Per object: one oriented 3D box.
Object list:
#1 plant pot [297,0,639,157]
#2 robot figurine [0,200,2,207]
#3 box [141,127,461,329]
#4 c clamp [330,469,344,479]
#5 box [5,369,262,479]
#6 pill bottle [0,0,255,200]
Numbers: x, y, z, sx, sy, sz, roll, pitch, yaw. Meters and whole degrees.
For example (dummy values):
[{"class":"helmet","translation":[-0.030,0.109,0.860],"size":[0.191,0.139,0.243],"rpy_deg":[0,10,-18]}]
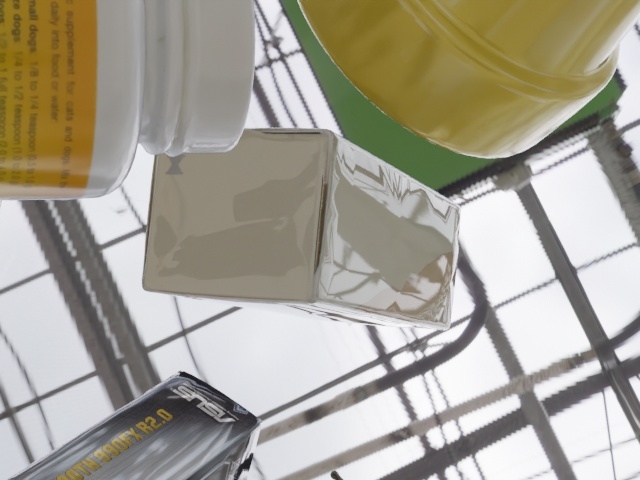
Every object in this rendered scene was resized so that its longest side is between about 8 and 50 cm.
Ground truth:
[{"class":"plant pot","translation":[0.144,-0.221,0.748],"size":[0.239,0.254,0.254],"rpy_deg":[-40,-98,43]},{"class":"robot figurine","translation":[-0.302,-0.051,0.531],"size":[0.211,0.291,0.085],"rpy_deg":[-18,-116,36]},{"class":"box","translation":[0.000,0.000,0.892],"size":[0.148,0.311,0.121],"rpy_deg":[3,-96,25]},{"class":"c clamp","translation":[0.089,0.245,0.844],"size":[0.022,0.137,0.161],"rpy_deg":[-48,-57,0]},{"class":"box","translation":[-0.122,0.199,0.531],"size":[0.056,0.183,0.231],"rpy_deg":[28,-58,23]},{"class":"pill bottle","translation":[-0.136,-0.071,0.388],"size":[0.215,0.117,0.117],"rpy_deg":[-2,-89,-19]}]
